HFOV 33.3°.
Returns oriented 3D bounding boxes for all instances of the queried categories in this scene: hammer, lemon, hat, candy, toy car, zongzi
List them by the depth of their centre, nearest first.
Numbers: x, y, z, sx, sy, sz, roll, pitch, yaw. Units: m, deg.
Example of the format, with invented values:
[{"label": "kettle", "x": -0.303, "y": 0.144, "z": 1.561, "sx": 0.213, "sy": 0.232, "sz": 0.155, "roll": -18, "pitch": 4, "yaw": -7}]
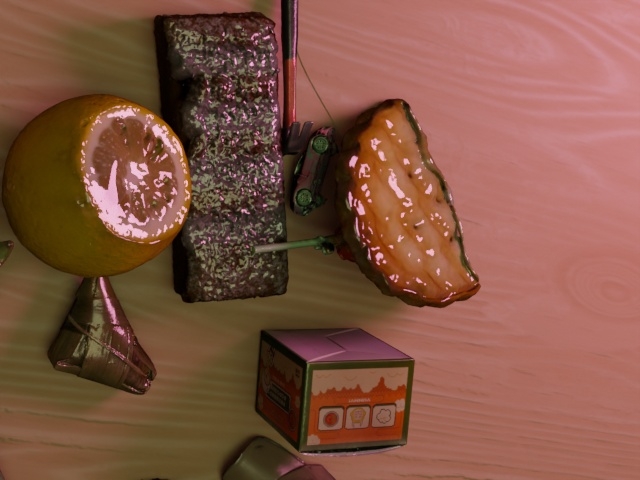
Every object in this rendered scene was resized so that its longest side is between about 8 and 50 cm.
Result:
[{"label": "lemon", "x": -0.309, "y": -0.067, "z": 1.419, "sx": 0.240, "sy": 0.219, "sz": 0.240, "roll": 18, "pitch": 65, "yaw": -46}, {"label": "zongzi", "x": -0.289, "y": 0.124, "z": 1.539, "sx": 0.160, "sy": 0.078, "sz": 0.176, "roll": 25, "pitch": 86, "yaw": -30}, {"label": "hammer", "x": -0.046, "y": -0.267, "z": 1.567, "sx": 0.033, "sy": 0.111, "sz": 0.287, "roll": -1, "pitch": 91, "yaw": -22}, {"label": "candy", "x": 0.001, "y": -0.001, "z": 1.580, "sx": 0.288, "sy": 0.078, "sz": 0.084, "roll": -5, "pitch": 100, "yaw": -50}, {"label": "toy car", "x": -0.013, "y": -0.107, "z": 1.619, "sx": 0.055, "sy": 0.069, "sz": 0.142, "roll": 18, "pitch": 93, "yaw": 15}, {"label": "hat", "x": -0.069, "y": 0.395, "z": 1.674, "sx": 0.175, "sy": 0.085, "sz": 0.147, "roll": 41, "pitch": 84, "yaw": -25}]

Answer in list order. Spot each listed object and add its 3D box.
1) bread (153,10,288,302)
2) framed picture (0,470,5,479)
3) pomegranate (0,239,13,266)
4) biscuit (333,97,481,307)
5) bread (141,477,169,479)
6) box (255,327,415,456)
[{"label": "bread", "x": -0.140, "y": -0.117, "z": 1.535, "sx": 0.165, "sy": 0.113, "sz": 0.416, "roll": -8, "pitch": 104, "yaw": -19}, {"label": "framed picture", "x": -0.544, "y": 0.378, "z": 1.461, "sx": 0.240, "sy": 0.020, "sz": 0.324, "roll": -28, "pitch": 121, "yaw": -22}, {"label": "pomegranate", "x": -0.527, "y": 0.079, "z": 1.317, "sx": 0.341, "sy": 0.260, "sz": 0.260, "roll": -34, "pitch": 113, "yaw": 14}, {"label": "biscuit", "x": 0.129, "y": -0.057, "z": 1.633, "sx": 0.329, "sy": 0.078, "sz": 0.335, "roll": 23, "pitch": 59, "yaw": -45}, {"label": "bread", "x": -0.247, "y": 0.491, "z": 1.580, "sx": 0.204, "sy": 0.162, "sz": 0.262, "roll": 27, "pitch": 74, "yaw": -14}, {"label": "box", "x": 0.017, "y": 0.225, "z": 1.618, "sx": 0.178, "sy": 0.195, "sz": 0.148, "roll": 0, "pitch": 100, "yaw": -24}]
